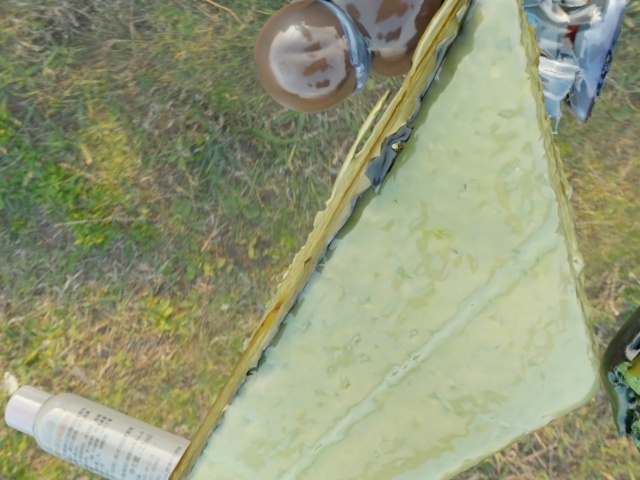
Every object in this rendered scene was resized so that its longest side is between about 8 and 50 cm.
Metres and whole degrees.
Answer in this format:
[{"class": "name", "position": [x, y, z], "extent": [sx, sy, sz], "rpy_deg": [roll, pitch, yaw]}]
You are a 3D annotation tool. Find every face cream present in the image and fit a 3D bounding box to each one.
[{"class": "face cream", "position": [-0.269, 0.250, 1.014], "extent": [0.269, 0.082, 0.082], "rpy_deg": [19, 104, 13]}]

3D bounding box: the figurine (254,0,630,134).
[{"class": "figurine", "position": [0.140, -0.256, 0.933], "extent": [0.388, 0.248, 0.276], "rpy_deg": [18, 114, 11]}]

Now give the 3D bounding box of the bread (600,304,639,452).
[{"class": "bread", "position": [0.540, 0.136, 1.025], "extent": [0.251, 0.208, 0.376], "rpy_deg": [42, 91, -8]}]

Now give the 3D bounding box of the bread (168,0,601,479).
[{"class": "bread", "position": [0.000, 0.000, 0.517], "extent": [0.405, 0.346, 0.242], "rpy_deg": [-26, 104, 9]}]
